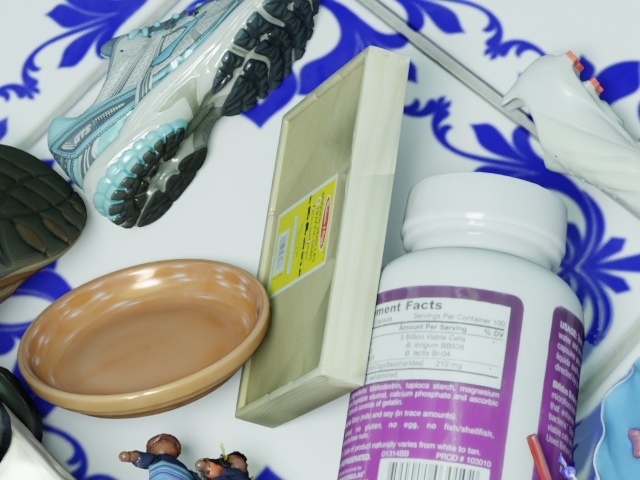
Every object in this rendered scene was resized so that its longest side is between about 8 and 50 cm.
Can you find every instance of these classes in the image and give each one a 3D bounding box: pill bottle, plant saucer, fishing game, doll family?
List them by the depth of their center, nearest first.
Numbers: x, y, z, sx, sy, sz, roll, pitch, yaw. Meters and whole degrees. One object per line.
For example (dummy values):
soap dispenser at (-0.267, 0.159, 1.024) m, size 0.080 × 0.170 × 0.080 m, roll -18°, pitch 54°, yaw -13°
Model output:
fishing game at (0.278, 0.163, 1.375) m, size 0.264 × 0.041 × 0.189 m, roll -19°, pitch 92°, yaw -26°
pill bottle at (0.107, 0.110, 1.419) m, size 0.169 × 0.169 × 0.302 m, roll 6°, pitch 69°, yaw 10°
doll family at (-0.063, 0.201, 1.428) m, size 0.076 × 0.193 × 0.111 m, roll -39°, pitch 27°, yaw 16°
plant saucer at (-0.135, 0.080, 1.487) m, size 0.200 × 0.037 × 0.200 m, roll -10°, pitch 29°, yaw 5°

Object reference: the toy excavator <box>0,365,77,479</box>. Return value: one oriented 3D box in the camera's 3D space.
toy excavator at (-0.285, 0.356, 1.356) m, size 0.445 × 0.222 × 0.433 m, roll -44°, pitch 87°, yaw -4°

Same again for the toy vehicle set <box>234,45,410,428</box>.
toy vehicle set at (0.000, 0.000, 1.483) m, size 0.035 × 0.166 × 0.267 m, roll 17°, pitch 68°, yaw -21°

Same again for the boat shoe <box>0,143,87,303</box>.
boat shoe at (-0.301, 0.021, 1.467) m, size 0.122 × 0.324 × 0.120 m, roll 46°, pitch 120°, yaw 4°

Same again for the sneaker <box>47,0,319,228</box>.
sneaker at (-0.116, -0.151, 1.588) m, size 0.122 × 0.110 × 0.283 m, roll 37°, pitch 78°, yaw 23°

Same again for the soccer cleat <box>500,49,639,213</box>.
soccer cleat at (0.224, -0.066, 1.533) m, size 0.076 × 0.068 × 0.196 m, roll -40°, pitch 67°, yaw 8°
